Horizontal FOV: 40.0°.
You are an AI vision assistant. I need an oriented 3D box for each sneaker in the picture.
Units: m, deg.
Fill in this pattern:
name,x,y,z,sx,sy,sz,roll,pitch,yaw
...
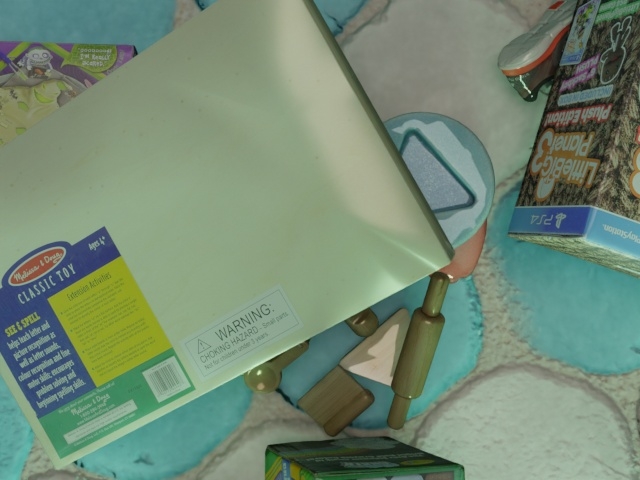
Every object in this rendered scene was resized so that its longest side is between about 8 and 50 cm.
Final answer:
name,x,y,z,sx,sy,sz,roll,pitch,yaw
sneaker,0.243,-0.192,0.855,0.158,0.061,0.065,-35,117,-6

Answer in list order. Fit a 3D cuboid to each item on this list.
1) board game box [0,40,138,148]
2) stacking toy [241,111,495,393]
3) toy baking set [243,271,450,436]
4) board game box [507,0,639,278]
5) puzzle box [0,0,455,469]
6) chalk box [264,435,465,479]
name,x,y,z,sx,sy,sz,roll,pitch,yaw
board game box,-0.355,-0.091,0.853,0.347,0.056,0.208,1,90,-4
stacking toy,0.000,0.000,0.807,0.309,0.130,0.279,9,86,4
toy baking set,0.015,0.066,0.786,0.197,0.030,0.256,18,112,-3
board game box,0.332,-0.105,0.763,0.232,0.141,0.290,17,88,-12
puzzle box,-0.129,-0.008,0.747,0.409,0.052,0.272,-29,91,16
chalk box,0.040,0.247,0.732,0.133,0.213,0.132,1,86,-16
